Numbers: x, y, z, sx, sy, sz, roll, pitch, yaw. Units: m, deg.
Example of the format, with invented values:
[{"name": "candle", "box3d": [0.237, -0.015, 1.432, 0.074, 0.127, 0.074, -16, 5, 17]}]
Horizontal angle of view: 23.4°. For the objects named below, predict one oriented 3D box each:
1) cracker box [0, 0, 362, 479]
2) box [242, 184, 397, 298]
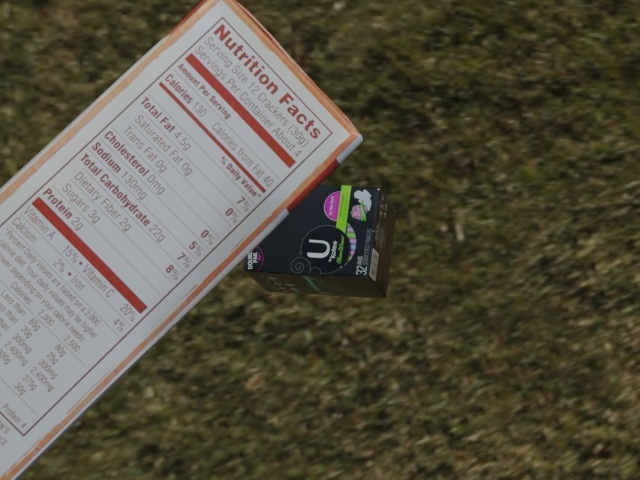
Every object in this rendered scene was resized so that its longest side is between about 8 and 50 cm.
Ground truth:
[{"name": "cracker box", "box3d": [-0.103, 0.032, 0.498, 0.232, 0.156, 0.067, -44, 95, -13]}, {"name": "box", "box3d": [0.000, 0.000, 0.985, 0.083, 0.052, 0.062, 3, 74, 18]}]
